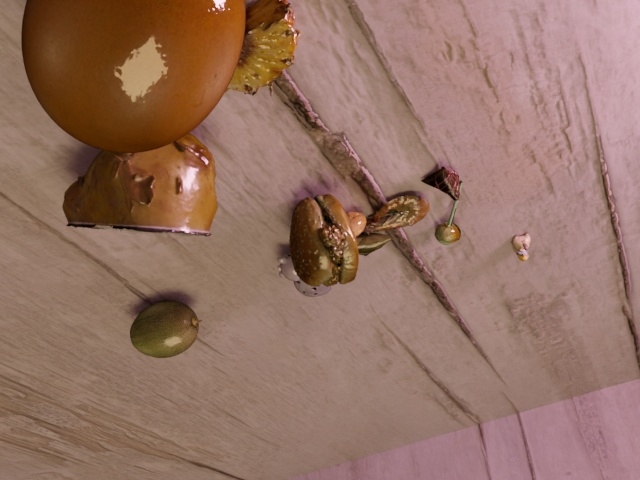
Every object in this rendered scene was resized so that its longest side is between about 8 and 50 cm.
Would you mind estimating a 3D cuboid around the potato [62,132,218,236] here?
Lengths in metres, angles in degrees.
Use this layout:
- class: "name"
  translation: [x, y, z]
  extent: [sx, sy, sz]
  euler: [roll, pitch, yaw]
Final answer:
- class: "potato"
  translation: [-0.317, -0.105, 1.443]
  extent: [0.300, 0.196, 0.246]
  euler: [1, 175, 39]

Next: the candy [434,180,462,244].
- class: "candy"
  translation: [0.303, -0.063, 1.821]
  extent: [0.061, 0.061, 0.202]
  euler: [-5, 140, -9]

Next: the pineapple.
- class: "pineapple"
  translation: [-0.109, -0.300, 1.281]
  extent: [0.233, 0.079, 0.135]
  euler: [-22, 139, 28]

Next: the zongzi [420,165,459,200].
- class: "zongzi"
  translation: [0.262, -0.132, 1.684]
  extent: [0.083, 0.067, 0.073]
  euler: [14, 152, -6]

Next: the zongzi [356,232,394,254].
- class: "zongzi"
  translation: [0.095, 0.001, 1.825]
  extent: [0.104, 0.052, 0.113]
  euler: [4, 167, -31]

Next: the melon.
- class: "melon"
  translation: [-0.378, 0.218, 1.970]
  extent: [0.192, 0.139, 0.139]
  euler: [-16, 149, 17]

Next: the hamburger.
- class: "hamburger"
  translation: [0.000, 0.000, 1.681]
  extent: [0.122, 0.189, 0.215]
  euler: [-12, 161, -12]

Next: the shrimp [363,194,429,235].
- class: "shrimp"
  translation: [0.157, -0.054, 1.786]
  extent: [0.180, 0.041, 0.099]
  euler: [-19, 147, 15]

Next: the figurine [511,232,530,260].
- class: "figurine"
  translation: [0.507, 0.021, 2.007]
  extent: [0.047, 0.050, 0.083]
  euler: [-9, 149, 8]

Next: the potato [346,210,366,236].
- class: "potato"
  translation: [0.065, -0.030, 1.777]
  extent: [0.068, 0.062, 0.083]
  euler: [-33, 162, -37]

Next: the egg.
- class: "egg"
  translation: [-0.248, -0.278, 1.072]
  extent: [0.283, 0.282, 0.351]
  euler: [11, 139, -31]

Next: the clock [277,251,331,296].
- class: "clock"
  translation: [-0.040, 0.076, 1.900]
  extent: [0.117, 0.080, 0.176]
  euler: [-11, 148, -1]
